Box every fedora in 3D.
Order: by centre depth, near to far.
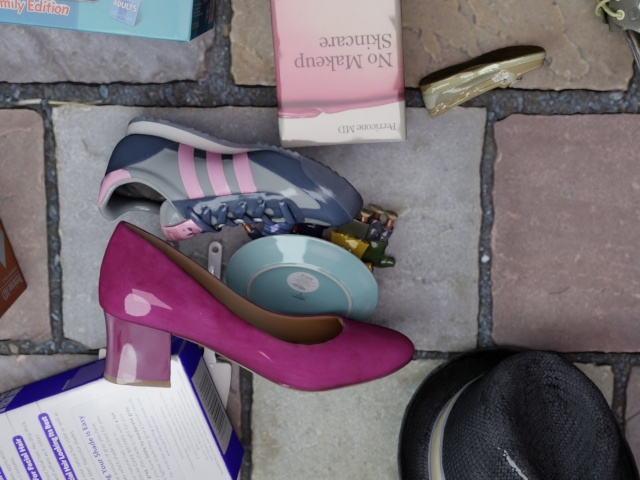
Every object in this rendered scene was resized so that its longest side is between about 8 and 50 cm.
[{"bbox_3d":[0.248,0.250,1.431,0.334,0.334,0.152,12,146,-2],"label":"fedora"}]

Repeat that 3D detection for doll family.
[{"bbox_3d":[0.000,0.000,1.505,0.193,0.076,0.111,20,107,1],"label":"doll family"}]

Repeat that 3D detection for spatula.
[{"bbox_3d":[-0.193,0.109,1.558,0.168,0.019,0.242,6,104,5],"label":"spatula"}]

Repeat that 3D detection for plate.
[{"bbox_3d":[-0.024,0.062,1.487,0.188,0.024,0.188,7,140,6],"label":"plate"}]

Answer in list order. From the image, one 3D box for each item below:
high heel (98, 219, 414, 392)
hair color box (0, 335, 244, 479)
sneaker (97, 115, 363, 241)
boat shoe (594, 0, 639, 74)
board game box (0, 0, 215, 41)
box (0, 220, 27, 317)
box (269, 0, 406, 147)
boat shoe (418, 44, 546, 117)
[{"bbox_3d":[-0.062,0.072,1.412,0.377,0.127,0.181,0,104,-22],"label":"high heel"},{"bbox_3d":[-0.286,0.256,1.538,0.339,0.110,0.185,-19,103,7],"label":"hair color box"},{"bbox_3d":[-0.109,-0.043,1.409,0.319,0.112,0.131,13,63,27],"label":"sneaker"},{"bbox_3d":[0.373,-0.260,1.418,0.091,0.109,0.305,-32,105,3],"label":"boat shoe"},{"bbox_3d":[-0.291,-0.278,1.345,0.336,0.254,0.079,6,102,-1],"label":"board game box"},{"bbox_3d":[-0.496,-0.049,1.421,0.168,0.215,0.345,-17,103,4],"label":"box"},{"bbox_3d":[0.020,-0.230,1.419,0.149,0.127,0.232,-4,103,1],"label":"box"},{"bbox_3d":[0.195,-0.190,1.466,0.153,0.056,0.048,-18,112,6],"label":"boat shoe"}]
